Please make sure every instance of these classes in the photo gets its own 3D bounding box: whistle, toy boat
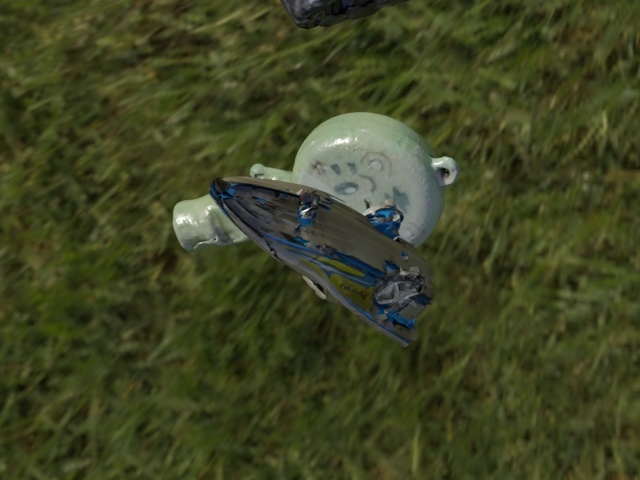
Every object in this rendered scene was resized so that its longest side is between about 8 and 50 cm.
[{"bbox_3d":[-0.003,-0.036,1.503,0.258,0.067,0.126,-13,120,26],"label":"whistle"},{"bbox_3d":[0.000,0.000,1.184,0.066,0.084,0.210,-35,141,25],"label":"toy boat"}]

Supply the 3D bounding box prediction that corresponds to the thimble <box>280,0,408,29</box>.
[{"bbox_3d":[0.022,-0.130,0.744,0.095,0.104,0.066,-26,86,14],"label":"thimble"}]
